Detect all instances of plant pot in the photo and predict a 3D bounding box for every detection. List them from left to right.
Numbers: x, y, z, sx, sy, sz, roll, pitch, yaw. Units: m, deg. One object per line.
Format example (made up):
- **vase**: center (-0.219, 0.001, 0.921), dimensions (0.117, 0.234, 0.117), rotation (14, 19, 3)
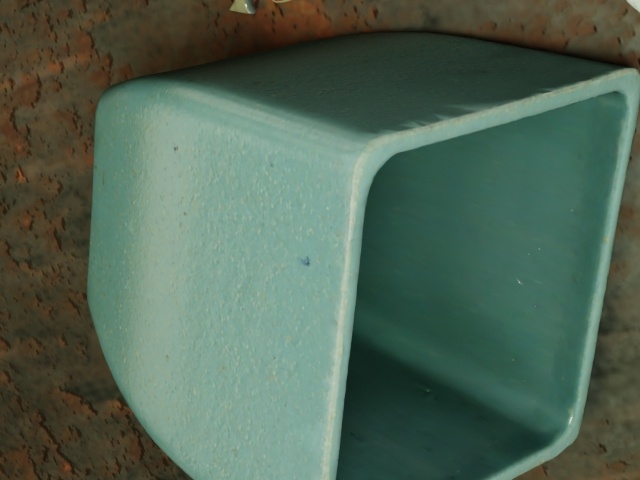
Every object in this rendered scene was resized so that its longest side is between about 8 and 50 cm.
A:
- **plant pot**: center (0.000, 0.000, 0.976), dimensions (0.252, 0.247, 0.248), rotation (25, 119, 37)

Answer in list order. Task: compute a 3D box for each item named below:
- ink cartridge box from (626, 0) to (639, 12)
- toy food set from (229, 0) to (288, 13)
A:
- **ink cartridge box**: center (0.187, -0.178, 0.857), dimensions (0.203, 0.148, 0.086), rotation (41, 123, 10)
- **toy food set**: center (-0.032, -0.200, 1.038), dimensions (0.078, 0.019, 0.122), rotation (4, 110, 26)
